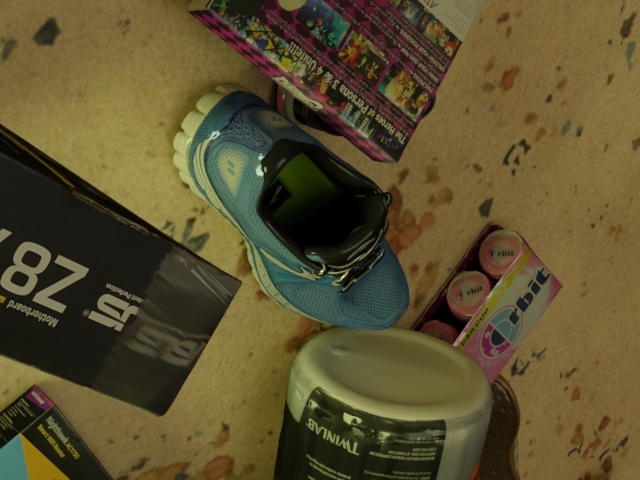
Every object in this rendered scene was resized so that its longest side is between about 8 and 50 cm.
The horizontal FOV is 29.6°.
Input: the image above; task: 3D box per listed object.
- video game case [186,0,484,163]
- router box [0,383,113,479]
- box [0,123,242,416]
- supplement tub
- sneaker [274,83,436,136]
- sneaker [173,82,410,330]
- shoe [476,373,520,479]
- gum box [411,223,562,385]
[{"bbox_3d":[0.028,-0.213,1.026,0.232,0.042,0.210,35,76,-33],"label":"video game case"},{"bbox_3d":[-0.257,0.232,1.080,0.133,0.046,0.179,-41,134,-17],"label":"router box"},{"bbox_3d":[-0.272,-0.071,0.647,0.318,0.395,0.097,30,90,-47],"label":"box"},{"bbox_3d":[0.049,0.275,1.261,0.207,0.207,0.338,-10,120,-38],"label":"supplement tub"},{"bbox_3d":[0.045,-0.120,1.128,0.178,0.077,0.072,-12,121,-38],"label":"sneaker"},{"bbox_3d":[0.000,0.000,1.105,0.130,0.147,0.330,-51,137,-7],"label":"sneaker"},{"bbox_3d":[0.208,0.244,1.500,0.077,0.058,0.219,-11,120,-1],"label":"shoe"},{"bbox_3d":[0.186,0.083,1.377,0.188,0.062,0.107,-53,136,-4],"label":"gum box"}]
